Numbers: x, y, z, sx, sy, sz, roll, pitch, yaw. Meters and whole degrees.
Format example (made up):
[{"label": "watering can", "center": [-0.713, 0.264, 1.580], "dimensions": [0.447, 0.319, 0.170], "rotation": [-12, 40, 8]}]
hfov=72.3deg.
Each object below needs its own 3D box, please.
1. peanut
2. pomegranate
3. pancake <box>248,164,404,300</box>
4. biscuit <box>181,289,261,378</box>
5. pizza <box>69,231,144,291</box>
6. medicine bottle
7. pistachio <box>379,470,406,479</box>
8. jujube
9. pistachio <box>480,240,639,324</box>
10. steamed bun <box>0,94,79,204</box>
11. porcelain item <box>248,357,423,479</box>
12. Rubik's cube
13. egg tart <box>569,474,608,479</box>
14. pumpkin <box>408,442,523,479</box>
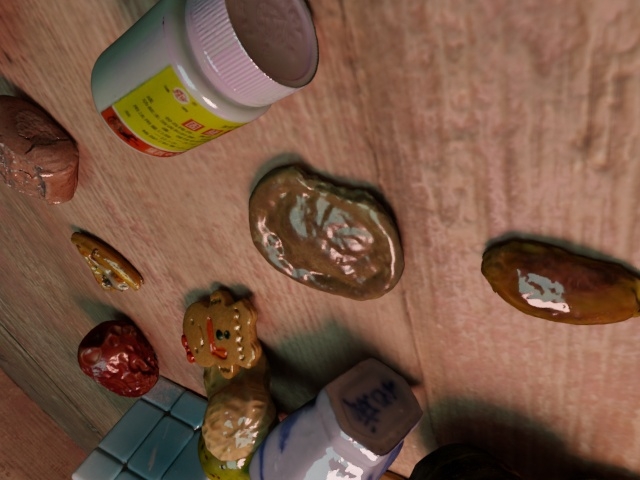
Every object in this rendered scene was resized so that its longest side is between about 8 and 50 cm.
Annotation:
[{"label": "peanut", "center": [-0.171, 0.310, 0.874], "dimensions": [0.110, 0.232, 0.197], "rotation": [24, 131, -36]}, {"label": "pomegranate", "center": [-0.154, 0.456, 1.005], "dimensions": [0.246, 0.198, 0.198], "rotation": [5, 140, -18]}, {"label": "pancake", "center": [0.000, 0.001, 0.602], "dimensions": [0.236, 0.042, 0.222], "rotation": [36, 135, 0]}, {"label": "biscuit", "center": [-0.199, 0.176, 0.828], "dimensions": [0.226, 0.036, 0.165], "rotation": [-7, 90, 40]}, {"label": "pizza", "center": [-0.484, 0.065, 0.971], "dimensions": [0.185, 0.036, 0.176], "rotation": [45, 137, -8]}, {"label": "medicine bottle", "center": [-0.125, -0.178, 0.458], "dimensions": [0.226, 0.139, 0.139], "rotation": [-11, 119, 38]}, {"label": "pistachio", "center": [0.127, 0.582, 0.957], "dimensions": [0.201, 0.117, 0.145], "rotation": [-24, 76, 33]}, {"label": "jujube", "center": [-0.508, 0.308, 1.120], "dimensions": [0.155, 0.155, 0.230], "rotation": [12, 141, 25]}, {"label": "pistachio", "center": [0.260, 0.058, 0.478], "dimensions": [0.173, 0.049, 0.089], "rotation": [18, 134, 19]}, {"label": "steamed bun", "center": [-0.507, -0.144, 0.756], "dimensions": [0.175, 0.106, 0.145], "rotation": [41, 137, -8]}, {"label": "porcelain item", "center": [0.007, 0.392, 0.783], "dimensions": [0.178, 0.243, 0.405], "rotation": [47, 128, 22]}, {"label": "Rubik's cube", "center": [-0.395, 0.632, 1.195], "dimensions": [0.316, 0.321, 0.318], "rotation": [18, 133, 21]}, {"label": "egg tart", "center": [0.433, 0.423, 0.661], "dimensions": [0.192, 0.074, 0.191], "rotation": [17, 133, 19]}, {"label": "pumpkin", "center": [0.252, 0.470, 0.662], "dimensions": [0.193, 0.320, 0.320], "rotation": [-20, 123, -6]}]
